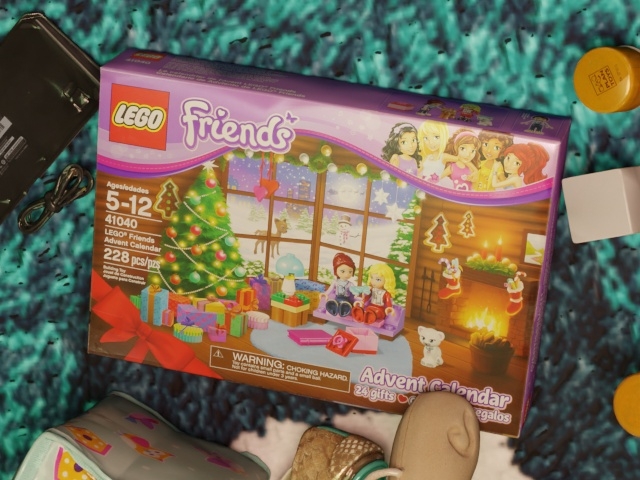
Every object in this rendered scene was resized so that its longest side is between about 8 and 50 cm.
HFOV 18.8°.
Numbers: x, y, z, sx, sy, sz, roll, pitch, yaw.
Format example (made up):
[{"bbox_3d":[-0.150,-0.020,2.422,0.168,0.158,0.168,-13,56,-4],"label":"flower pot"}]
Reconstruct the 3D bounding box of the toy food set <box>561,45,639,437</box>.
[{"bbox_3d":[0.224,-0.007,1.160,0.111,0.104,0.232,-11,88,33],"label":"toy food set"}]

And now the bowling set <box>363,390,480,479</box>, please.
[{"bbox_3d":[0.094,0.253,1.228,0.287,0.154,0.200,39,131,-15],"label":"bowling set"}]

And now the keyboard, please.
[{"bbox_3d":[-0.203,-0.055,1.284,0.108,0.023,0.180,45,115,3],"label":"keyboard"}]

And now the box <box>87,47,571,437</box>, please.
[{"bbox_3d":[0.000,0.000,1.227,0.293,0.057,0.201,10,112,12],"label":"box"}]

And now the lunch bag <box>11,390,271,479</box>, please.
[{"bbox_3d":[-0.151,0.249,1.238,0.160,0.223,0.262,25,94,5],"label":"lunch bag"}]

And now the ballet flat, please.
[{"bbox_3d":[-0.012,0.212,1.314,0.067,0.073,0.206,34,115,31],"label":"ballet flat"}]
